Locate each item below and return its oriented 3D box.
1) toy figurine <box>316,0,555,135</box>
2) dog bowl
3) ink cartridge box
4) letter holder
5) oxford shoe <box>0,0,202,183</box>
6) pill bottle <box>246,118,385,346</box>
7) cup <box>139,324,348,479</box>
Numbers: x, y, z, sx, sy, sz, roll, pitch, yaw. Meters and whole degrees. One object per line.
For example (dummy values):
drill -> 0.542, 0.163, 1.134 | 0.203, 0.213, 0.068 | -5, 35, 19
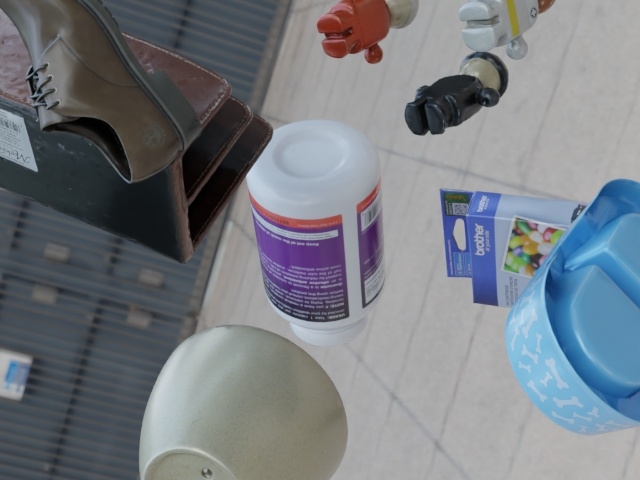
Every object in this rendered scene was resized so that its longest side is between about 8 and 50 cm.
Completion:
toy figurine -> 0.126, -0.241, 1.098 | 0.148, 0.213, 0.209 | -36, -17, -40
dog bowl -> 0.267, 0.062, 0.963 | 0.074, 0.166, 0.297 | -43, 1, 43
ink cartridge box -> 0.318, 0.024, 1.480 | 0.186, 0.311, 0.065 | 79, -151, -43
letter holder -> -0.218, -0.148, 1.064 | 0.214, 0.302, 0.152 | -58, -18, -34
oxford shoe -> -0.201, -0.139, 0.832 | 0.096, 0.227, 0.083 | -48, 13, -23
pill bottle -> 0.000, 0.000, 1.492 | 0.181, 0.181, 0.323 | -88, -5, -46
cup -> -0.149, 0.328, 1.625 | 0.331, 0.331, 0.237 | -67, -9, 27
